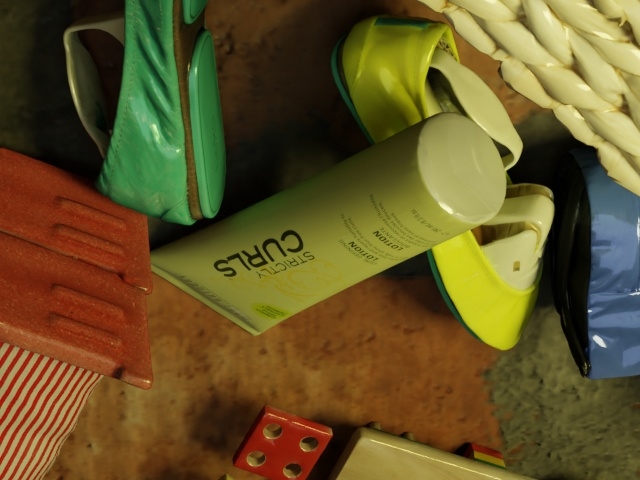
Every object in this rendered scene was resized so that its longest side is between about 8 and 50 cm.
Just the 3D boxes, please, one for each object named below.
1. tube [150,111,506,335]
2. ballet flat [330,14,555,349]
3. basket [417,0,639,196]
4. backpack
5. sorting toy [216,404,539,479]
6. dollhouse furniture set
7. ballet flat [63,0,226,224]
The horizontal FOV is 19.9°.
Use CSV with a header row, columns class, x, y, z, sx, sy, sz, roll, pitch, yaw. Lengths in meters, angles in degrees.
class,x,y,z,sx,sy,sz,roll,pitch,yaw
tube,0.000,0.000,1.000,0.240,0.062,0.070,-25,88,47
ballet flat,0.085,-0.029,1.014,0.077,0.077,0.231,-9,125,34
basket,0.178,-0.216,0.738,0.266,0.331,0.328,-33,122,33
backpack,0.180,0.003,1.044,0.101,0.098,0.120,-10,111,-5
sorting toy,0.046,0.175,1.164,0.274,0.046,0.132,18,119,-18
dollhouse furniture set,-0.296,0.036,0.962,0.374,0.152,0.201,19,124,-18
ballet flat,-0.092,-0.119,0.944,0.087,0.083,0.247,7,120,5
